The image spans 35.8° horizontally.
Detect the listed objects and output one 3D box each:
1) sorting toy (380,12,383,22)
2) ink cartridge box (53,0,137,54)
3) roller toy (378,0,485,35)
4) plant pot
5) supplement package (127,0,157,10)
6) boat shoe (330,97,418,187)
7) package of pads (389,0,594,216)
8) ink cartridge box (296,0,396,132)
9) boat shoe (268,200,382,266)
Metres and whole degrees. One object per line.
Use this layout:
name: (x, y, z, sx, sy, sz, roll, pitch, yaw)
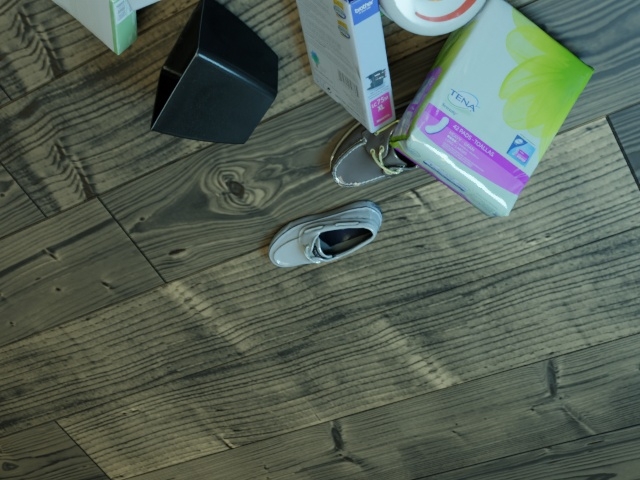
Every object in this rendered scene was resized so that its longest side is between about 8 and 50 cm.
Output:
sorting toy: (0.074, -0.379, 1.683, 0.062, 0.012, 0.083, 40, 125, -18)
ink cartridge box: (-0.414, -0.437, 1.668, 0.235, 0.056, 0.171, 40, 160, 7)
roller toy: (0.155, -0.423, 1.525, 0.209, 0.146, 0.191, -17, 122, -11)
plant pot: (-0.174, -0.277, 1.719, 0.167, 0.188, 0.187, 22, 129, -22)
supplement package: (-0.256, -0.463, 1.582, 0.105, 0.179, 0.105, -15, 122, 21)
boat shoe: (0.145, -0.175, 1.770, 0.324, 0.097, 0.117, -26, 118, 27)
package of pads: (0.273, -0.221, 1.613, 0.229, 0.101, 0.297, 34, 82, -15)
ink cartridge box: (0.032, -0.340, 1.584, 0.065, 0.186, 0.311, -33, 139, -13)
boat shoe: (0.000, 0.000, 1.941, 0.258, 0.084, 0.095, -26, 118, 27)
